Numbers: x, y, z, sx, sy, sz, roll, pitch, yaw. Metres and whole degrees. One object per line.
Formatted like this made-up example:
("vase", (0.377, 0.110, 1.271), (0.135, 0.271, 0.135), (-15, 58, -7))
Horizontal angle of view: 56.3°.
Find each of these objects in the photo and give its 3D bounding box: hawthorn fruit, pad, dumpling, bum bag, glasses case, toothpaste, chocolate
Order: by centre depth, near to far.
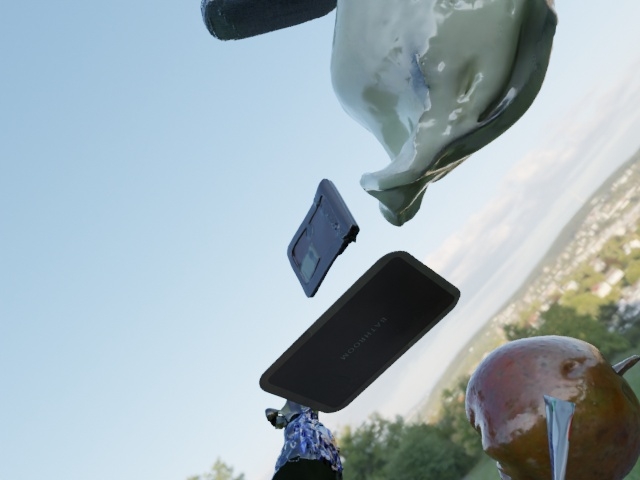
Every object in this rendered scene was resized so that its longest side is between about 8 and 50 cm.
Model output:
("dumpling", (0.104, -0.169, 0.556), (0.243, 0.187, 0.318), (84, -170, -70))
("toothpaste", (0.310, 0.353, 0.757), (0.075, 0.048, 0.301), (21, -114, -66))
("pad", (0.055, 0.131, 0.792), (0.266, 0.002, 0.176), (-46, -49, 14))
("bum bag", (0.000, 0.000, 0.880), (0.026, 0.109, 0.159), (0, -43, -33))
("hawthorn fruit", (0.402, 0.275, 0.982), (0.298, 0.277, 0.277), (-35, -15, 10))
("chocolate", (-0.027, 0.307, 1.089), (0.343, 0.148, 0.126), (-90, 6, -59))
("glasses case", (-0.093, -0.465, 1.164), (0.282, 0.067, 0.109), (-15, -35, -2))
